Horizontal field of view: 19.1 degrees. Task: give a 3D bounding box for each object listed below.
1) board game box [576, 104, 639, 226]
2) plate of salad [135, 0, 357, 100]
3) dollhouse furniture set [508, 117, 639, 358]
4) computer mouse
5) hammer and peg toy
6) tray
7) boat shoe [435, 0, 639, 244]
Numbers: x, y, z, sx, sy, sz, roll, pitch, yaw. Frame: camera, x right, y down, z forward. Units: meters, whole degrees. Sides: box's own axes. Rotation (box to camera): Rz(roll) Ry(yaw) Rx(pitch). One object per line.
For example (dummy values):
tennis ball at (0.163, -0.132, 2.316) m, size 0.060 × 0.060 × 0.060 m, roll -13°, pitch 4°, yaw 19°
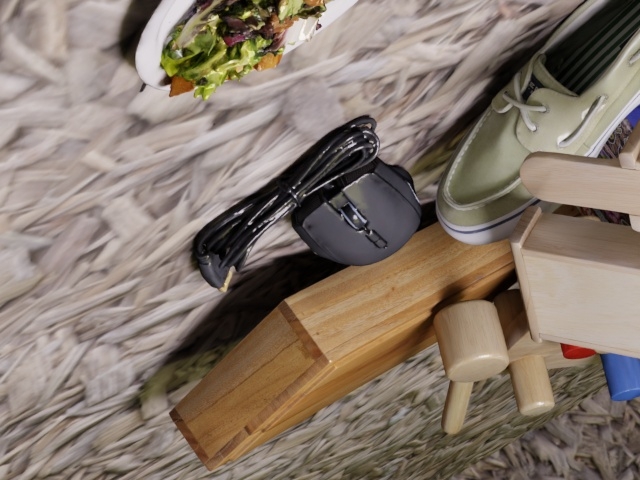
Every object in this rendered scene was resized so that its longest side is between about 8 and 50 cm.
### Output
board game box at (0.388, -0.078, 1.945) m, size 0.232 × 0.141 × 0.291 m, roll -29°, pitch 164°, yaw -16°
plate of salad at (-0.017, -0.143, 1.104) m, size 0.200 × 0.048 × 0.200 m, roll -31°, pitch 164°, yaw -10°
dollhouse furniture set at (0.307, -0.074, 1.584) m, size 0.355 × 0.174 × 0.303 m, roll -57°, pitch 144°, yaw -36°
computer mouse at (0.000, 0.000, 1.546) m, size 0.184 × 0.060 × 0.262 m, roll -36°, pitch 164°, yaw 3°
hammer and peg toy at (0.253, 0.071, 1.782) m, size 0.361 × 0.127 × 0.266 m, roll -5°, pitch 159°, yaw -18°
tray at (0.062, 0.069, 1.770) m, size 0.411 × 0.076 × 0.203 m, roll -27°, pitch 167°, yaw -47°
boat shoe at (0.194, -0.121, 1.543) m, size 0.302 × 0.109 × 0.094 m, roll -46°, pitch 144°, yaw 16°
